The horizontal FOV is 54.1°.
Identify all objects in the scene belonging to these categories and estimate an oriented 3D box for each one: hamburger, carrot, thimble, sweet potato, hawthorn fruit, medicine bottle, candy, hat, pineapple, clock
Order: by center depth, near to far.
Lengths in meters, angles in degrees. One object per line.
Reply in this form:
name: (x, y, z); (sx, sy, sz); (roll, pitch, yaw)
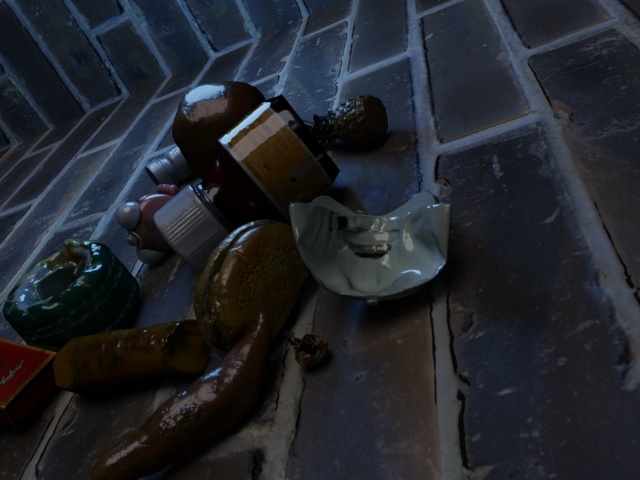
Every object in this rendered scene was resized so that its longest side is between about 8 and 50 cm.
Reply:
sweet potato: (-0.181, 0.259, 0.951); (0.354, 0.095, 0.106); (-42, 78, -18)
candy: (-0.044, 0.164, 1.040); (0.056, 0.049, 0.185); (-32, 22, -19)
hat: (0.088, 0.002, 1.093); (0.258, 0.168, 0.301); (2, 12, 7)
hamburger: (-0.128, 0.063, 1.113); (0.144, 0.156, 0.283); (-14, 41, 52)
carrot: (-0.349, 0.214, 1.138); (0.302, 0.114, 0.114); (-13, 34, 21)
thimble: (-0.533, 0.123, 1.364); (0.254, 0.167, 0.288); (-24, 32, 6)
medicine bottle: (-0.165, -0.112, 1.371); (0.395, 0.242, 0.242); (-41, 31, 3)
clock: (-0.390, -0.038, 1.499); (0.162, 0.166, 0.093); (-39, 32, -30)
pineapple: (0.046, -0.283, 1.557); (0.248, 0.128, 0.128); (-5, 37, 42)
hawthorn fruit: (-0.230, -0.293, 1.666); (0.301, 0.267, 0.267); (-13, 34, 18)
medicine bottle: (-0.423, -0.226, 1.858); (0.168, 0.105, 0.105); (-39, 32, -17)

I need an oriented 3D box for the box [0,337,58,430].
box: (-0.652, 0.271, 1.244); (0.240, 0.074, 0.153); (9, 33, 20)

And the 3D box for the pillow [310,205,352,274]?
pillow: (-0.003, 0.001, 1.247); (0.135, 0.034, 0.211); (-20, 30, 19)

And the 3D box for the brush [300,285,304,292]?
brush: (-0.104, 0.079, 1.235); (0.205, 0.011, 0.083); (11, 47, 47)
